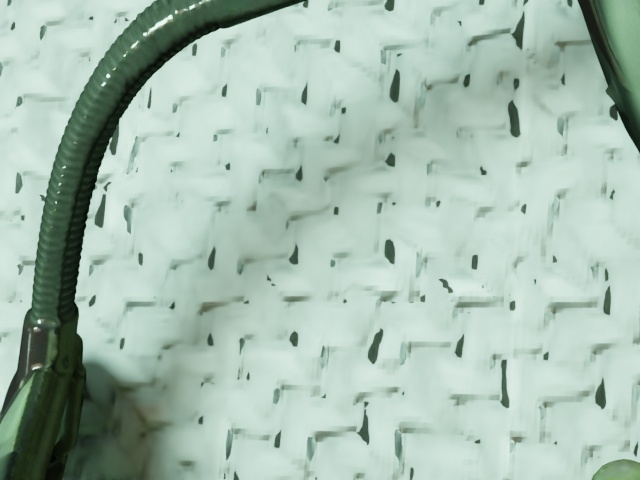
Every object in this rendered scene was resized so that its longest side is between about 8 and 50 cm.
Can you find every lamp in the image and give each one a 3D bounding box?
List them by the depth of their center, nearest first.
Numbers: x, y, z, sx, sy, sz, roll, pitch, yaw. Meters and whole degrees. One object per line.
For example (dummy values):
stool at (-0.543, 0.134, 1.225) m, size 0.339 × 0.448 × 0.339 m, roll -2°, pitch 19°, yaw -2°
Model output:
lamp at (-0.005, -0.004, 0.446) m, size 0.283 × 0.124 × 0.203 m, roll -30°, pitch 23°, yaw 9°

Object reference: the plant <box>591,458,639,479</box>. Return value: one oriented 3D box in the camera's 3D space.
plant at (0.047, 0.194, 0.357) m, size 0.297 × 0.306 × 0.261 m, roll -30°, pitch 35°, yaw -19°
